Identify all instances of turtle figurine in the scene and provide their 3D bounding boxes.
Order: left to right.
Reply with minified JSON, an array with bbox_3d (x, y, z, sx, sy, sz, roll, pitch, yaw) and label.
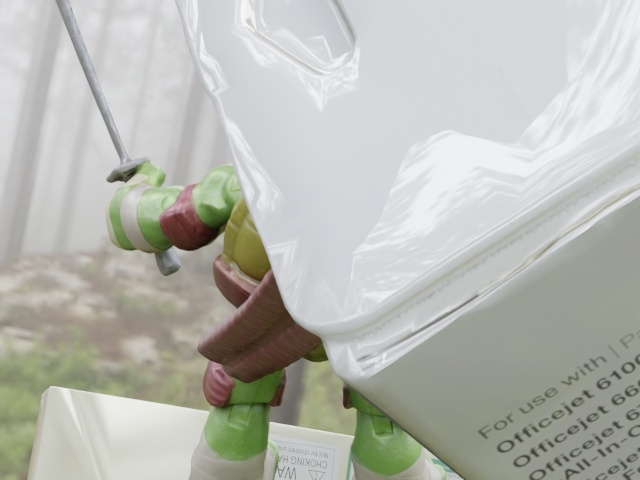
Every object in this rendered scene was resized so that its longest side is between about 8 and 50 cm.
[{"bbox_3d":[0.000,0.000,0.813,0.198,0.266,0.275,-14,35,-27],"label":"turtle figurine"}]

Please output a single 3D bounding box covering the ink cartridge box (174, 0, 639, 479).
[{"bbox_3d":[0.099,-0.004,0.490,0.129,0.223,0.307,-35,-44,12],"label":"ink cartridge box"}]

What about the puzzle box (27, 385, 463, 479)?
[{"bbox_3d":[-0.036,0.281,1.226,0.409,0.272,0.052,12,-16,-16],"label":"puzzle box"}]
